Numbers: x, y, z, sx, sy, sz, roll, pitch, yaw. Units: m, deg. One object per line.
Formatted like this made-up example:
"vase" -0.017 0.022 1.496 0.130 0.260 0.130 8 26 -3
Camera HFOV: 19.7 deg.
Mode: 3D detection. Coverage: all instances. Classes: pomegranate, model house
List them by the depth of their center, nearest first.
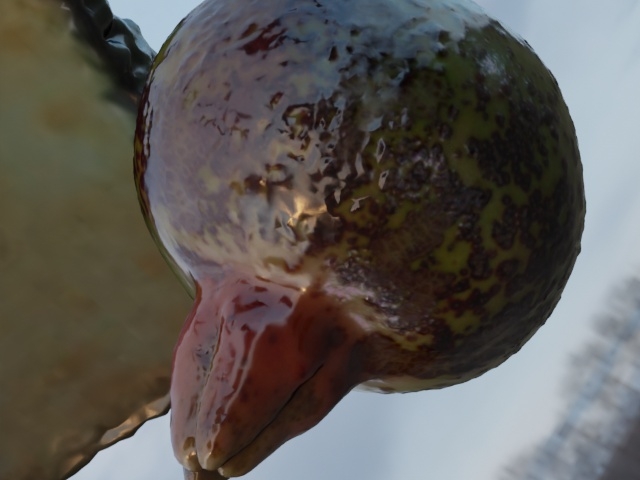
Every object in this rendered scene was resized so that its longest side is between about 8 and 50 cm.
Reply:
"pomegranate" 0.000 0.000 0.804 0.248 0.214 0.214 -58 -13 -26
"model house" -0.268 -0.113 1.357 0.395 0.445 0.400 -40 31 18
